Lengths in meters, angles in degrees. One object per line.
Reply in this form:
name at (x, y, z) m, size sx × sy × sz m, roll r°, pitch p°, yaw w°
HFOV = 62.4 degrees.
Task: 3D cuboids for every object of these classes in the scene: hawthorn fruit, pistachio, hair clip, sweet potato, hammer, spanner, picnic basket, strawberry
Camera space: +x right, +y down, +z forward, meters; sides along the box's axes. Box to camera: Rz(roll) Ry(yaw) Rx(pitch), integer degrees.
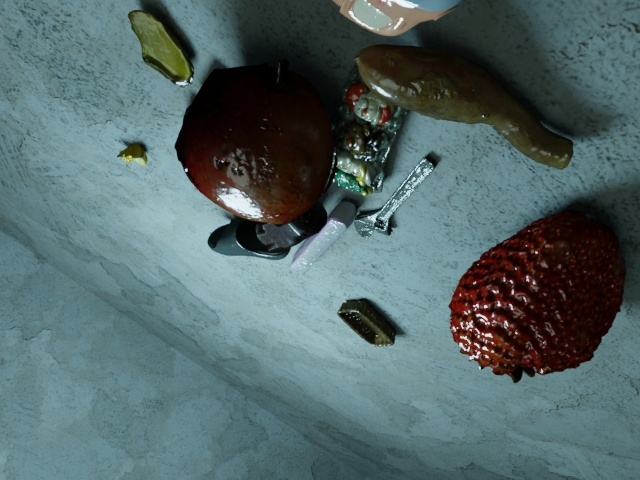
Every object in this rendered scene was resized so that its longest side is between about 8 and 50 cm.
hawthorn fruit at (-0.121, -0.178, 0.996) m, size 0.315 × 0.316 × 0.316 m, roll 19°, pitch 147°, yaw 13°
pistachio at (-0.320, -0.387, 1.065) m, size 0.089 × 0.049 × 0.173 m, roll -19°, pitch 126°, yaw 21°
hair clip at (0.077, -0.186, 1.008) m, size 0.138 × 0.091 × 0.321 m, roll 25°, pitch 147°, yaw 9°
sweet potato at (0.233, -0.223, 0.835) m, size 0.384 × 0.109 × 0.109 m, roll 19°, pitch 149°, yaw -9°
hammer at (-0.180, -0.142, 1.249) m, size 0.409 × 0.095 × 0.242 m, roll 46°, pitch 155°, yaw -16°
spanner at (0.159, -0.085, 1.153) m, size 0.093 × 0.026 × 0.325 m, roll 31°, pitch 146°, yaw -3°
picnic basket at (0.144, 0.250, 1.601) m, size 0.110 × 0.055 × 0.193 m, roll -15°, pitch 128°, yaw 46°
strawberry at (0.433, 0.097, 1.029) m, size 0.311 × 0.267 × 0.352 m, roll 9°, pitch 121°, yaw -19°

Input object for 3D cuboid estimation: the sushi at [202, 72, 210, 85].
sushi at (-0.198, -0.290, 1.128) m, size 0.126 × 0.026 × 0.120 m, roll 31°, pitch 141°, yaw -17°

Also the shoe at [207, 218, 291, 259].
shoe at (-0.197, -0.017, 1.444) m, size 0.240 × 0.108 × 0.093 m, roll 9°, pitch 142°, yaw 16°

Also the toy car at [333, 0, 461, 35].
toy car at (0.073, -0.381, 0.673) m, size 0.270 × 0.181 × 0.212 m, roll 34°, pitch 158°, yaw -8°

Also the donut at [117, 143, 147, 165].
donut at (-0.502, -0.223, 1.421) m, size 0.083 × 0.067 × 0.038 m, roll -24°, pitch 148°, yaw 12°

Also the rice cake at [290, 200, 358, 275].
rice cake at (0.000, 0.000, 1.351) m, size 0.056 × 0.073 × 0.365 m, roll 33°, pitch 149°, yaw -6°
